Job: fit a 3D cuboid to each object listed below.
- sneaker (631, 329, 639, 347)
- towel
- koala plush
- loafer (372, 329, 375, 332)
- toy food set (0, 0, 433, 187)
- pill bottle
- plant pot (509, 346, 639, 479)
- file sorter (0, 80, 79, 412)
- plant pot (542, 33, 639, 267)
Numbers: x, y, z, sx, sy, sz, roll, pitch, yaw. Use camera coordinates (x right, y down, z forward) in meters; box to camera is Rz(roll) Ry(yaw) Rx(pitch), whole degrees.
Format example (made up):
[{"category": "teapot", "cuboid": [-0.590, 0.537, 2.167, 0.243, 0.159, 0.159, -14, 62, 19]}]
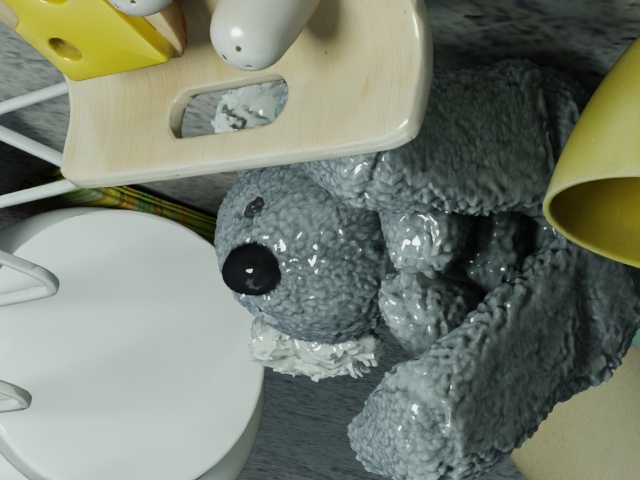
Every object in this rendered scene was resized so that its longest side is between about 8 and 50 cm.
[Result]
[{"category": "sneaker", "cuboid": [0.121, 0.008, 1.050, 0.151, 0.094, 0.256, 10, 168, -14]}, {"category": "towel", "cuboid": [-0.087, -0.003, 1.326, 0.237, 0.021, 0.102, 21, 166, -27]}, {"category": "koala plush", "cuboid": [0.032, 0.002, 0.956, 0.203, 0.196, 0.221, -22, -168, -40]}, {"category": "loafer", "cuboid": [0.000, 0.000, 1.161, 0.087, 0.094, 0.251, 16, 155, 8]}, {"category": "toy food set", "cuboid": [-0.129, -0.124, 0.712, 0.220, 0.092, 0.306, -6, 141, 46]}, {"category": "pill bottle", "cuboid": [-0.168, 0.108, 1.305, 0.229, 0.229, 0.408, 16, 164, -12]}, {"category": "plant pot", "cuboid": [0.254, 0.126, 1.169, 0.274, 0.256, 0.256, 20, 173, 42]}, {"category": "file sorter", "cuboid": [-0.244, 0.007, 1.013, 0.193, 0.277, 0.173, 25, 158, -36]}, {"category": "plant pot", "cuboid": [0.171, -0.046, 0.834, 0.134, 0.095, 0.134, 12, 163, 4]}]
